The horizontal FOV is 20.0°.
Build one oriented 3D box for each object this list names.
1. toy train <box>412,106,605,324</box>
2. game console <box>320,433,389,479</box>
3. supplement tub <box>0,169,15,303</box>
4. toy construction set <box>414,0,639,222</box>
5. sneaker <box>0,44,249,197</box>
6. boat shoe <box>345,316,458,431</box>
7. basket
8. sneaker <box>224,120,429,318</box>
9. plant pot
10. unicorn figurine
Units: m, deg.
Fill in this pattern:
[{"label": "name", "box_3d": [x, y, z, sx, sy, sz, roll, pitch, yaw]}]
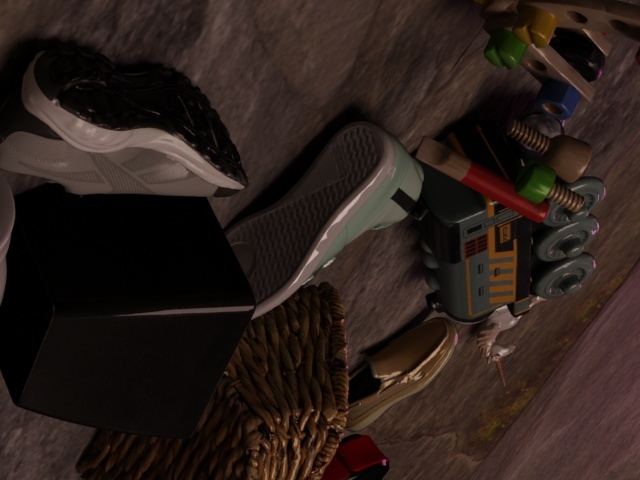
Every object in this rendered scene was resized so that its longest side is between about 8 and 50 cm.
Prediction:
[{"label": "toy train", "box_3d": [0.195, -0.019, 1.973, 0.190, 0.142, 0.334, -22, 153, -6]}, {"label": "game console", "box_3d": [-0.093, 0.372, 2.201, 0.342, 0.060, 0.386, -29, 165, -20]}, {"label": "supplement tub", "box_3d": [-0.343, 0.056, 1.344, 0.191, 0.191, 0.272, -13, 144, -40]}, {"label": "toy construction set", "box_3d": [0.177, -0.194, 1.623, 0.237, 0.257, 0.309, 26, 100, -14]}, {"label": "sneaker", "box_3d": [-0.162, -0.081, 1.481, 0.108, 0.100, 0.271, -39, 150, 25]}, {"label": "boat shoe", "box_3d": [0.081, 0.156, 2.169, 0.190, 0.068, 0.072, -44, 141, 11]}, {"label": "basket", "box_3d": [-0.073, 0.216, 1.891, 0.223, 0.213, 0.299, -9, 144, -43]}, {"label": "sneaker", "box_3d": [0.001, 0.000, 1.792, 0.256, 0.094, 0.151, -43, 155, 11]}, {"label": "plant pot", "box_3d": [-0.188, 0.051, 1.559, 0.167, 0.187, 0.188, -2, 137, -33]}, {"label": "unicorn figurine", "box_3d": [0.232, 0.091, 2.268, 0.111, 0.060, 0.162, -37, 137, -2]}]
